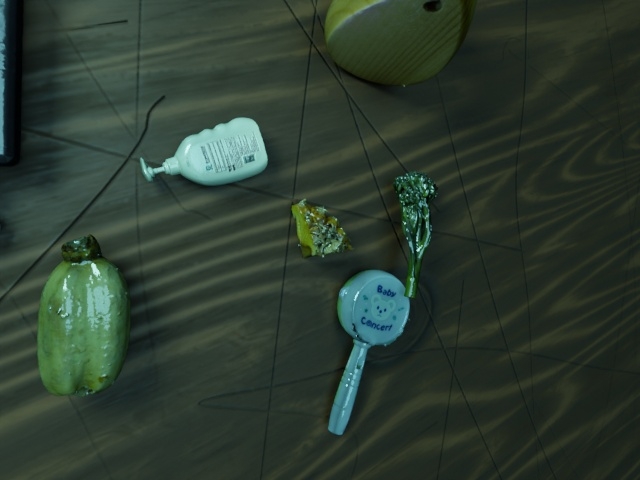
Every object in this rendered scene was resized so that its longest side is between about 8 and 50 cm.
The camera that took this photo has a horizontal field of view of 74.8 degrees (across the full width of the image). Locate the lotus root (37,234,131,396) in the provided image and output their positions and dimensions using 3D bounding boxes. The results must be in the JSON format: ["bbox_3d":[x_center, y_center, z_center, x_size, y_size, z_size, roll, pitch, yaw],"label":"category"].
[{"bbox_3d":[-0.261,0.083,0.466,0.091,0.077,0.182,-1,97,-34],"label":"lotus root"}]

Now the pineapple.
[{"bbox_3d":[0.000,0.000,0.586,0.077,0.114,0.114,-44,108,3],"label":"pineapple"}]

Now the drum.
[{"bbox_3d":[0.048,0.160,0.642,0.130,0.049,0.253,37,77,-24],"label":"drum"}]

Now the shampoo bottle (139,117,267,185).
[{"bbox_3d":[-0.146,-0.102,0.529,0.152,0.045,0.077,-24,106,-25],"label":"shampoo bottle"}]

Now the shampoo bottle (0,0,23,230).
[{"bbox_3d":[-0.352,-0.160,0.407,0.098,0.071,0.309,2,93,-28],"label":"shampoo bottle"}]

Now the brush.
[{"bbox_3d":[0.116,-0.319,0.523,0.175,0.267,0.166,16,88,-17],"label":"brush"}]

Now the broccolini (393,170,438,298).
[{"bbox_3d":[0.157,-0.012,0.656,0.068,0.091,0.202,-6,81,16],"label":"broccolini"}]
